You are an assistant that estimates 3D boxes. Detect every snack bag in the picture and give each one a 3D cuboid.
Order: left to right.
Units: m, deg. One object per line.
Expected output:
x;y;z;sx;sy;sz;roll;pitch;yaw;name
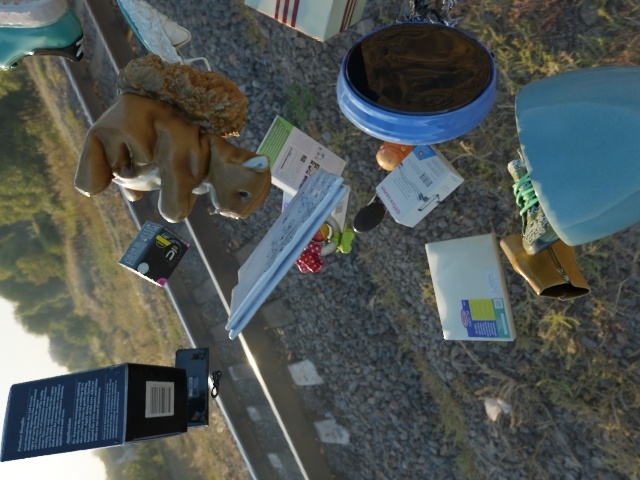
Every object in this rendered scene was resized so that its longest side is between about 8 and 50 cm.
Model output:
-0.079;-0.008;0.794;0.037;0.323;0.342;35;-173;-15;snack bag

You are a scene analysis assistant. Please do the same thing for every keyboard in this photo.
-0.290;0.347;0.952;0.023;0.108;0.180;114;152;-65;keyboard

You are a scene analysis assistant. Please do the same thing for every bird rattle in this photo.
0.000;0.000;1.518;0.206;0.254;0.143;63;-178;9;bird rattle

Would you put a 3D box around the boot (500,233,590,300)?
0.658;0.058;1.079;0.104;0.296;0.211;93;164;-44;boot

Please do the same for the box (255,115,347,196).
-0.078;-0.282;1.489;0.322;0.232;0.058;32;156;-19;box

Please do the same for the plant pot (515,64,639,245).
0.467;-0.153;0.630;0.196;0.290;0.290;-19;95;43;plant pot

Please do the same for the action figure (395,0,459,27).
0.374;-0.743;1.235;0.276;0.164;0.140;-39;81;22;action figure

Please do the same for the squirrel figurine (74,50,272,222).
-0.288;-0.231;0.943;0.281;0.371;0.396;140;141;-83;squirrel figurine

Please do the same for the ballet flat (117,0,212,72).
-0.406;-0.527;1.170;0.147;0.147;0.408;9;135;51;ballet flat

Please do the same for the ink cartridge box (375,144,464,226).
0.280;-0.161;1.156;0.203;0.086;0.148;-46;51;27;ink cartridge box

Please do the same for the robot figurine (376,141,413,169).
0.342;-0.412;1.836;0.158;0.219;0.128;22;153;31;robot figurine

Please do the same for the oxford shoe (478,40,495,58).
0.516;-0.659;1.412;0.130;0.348;0.123;-42;76;35;oxford shoe

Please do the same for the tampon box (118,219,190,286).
-0.516;0.040;1.250;0.102;0.160;0.120;15;159;36;tampon box

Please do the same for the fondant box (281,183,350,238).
-0.031;-0.180;1.865;0.330;0.096;0.238;27;120;37;fondant box

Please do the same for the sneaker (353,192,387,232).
0.270;-0.134;2.039;0.122;0.330;0.146;38;151;9;sneaker

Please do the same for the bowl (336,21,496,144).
0.234;-0.406;0.995;0.391;0.391;0.077;46;163;27;bowl

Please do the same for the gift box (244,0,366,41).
-0.028;-0.636;0.876;0.277;0.255;0.258;27;137;5;gift box

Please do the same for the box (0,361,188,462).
-0.339;0.263;0.621;0.153;0.207;0.108;51;-152;-64;box

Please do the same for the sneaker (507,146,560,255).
0.555;-0.126;1.049;0.182;0.410;0.158;33;139;0;sneaker

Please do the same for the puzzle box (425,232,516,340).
0.580;0.189;1.565;0.272;0.052;0.408;-10;92;41;puzzle box

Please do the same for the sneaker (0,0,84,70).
-0.483;-0.286;0.537;0.121;0.303;0.108;102;167;-65;sneaker
